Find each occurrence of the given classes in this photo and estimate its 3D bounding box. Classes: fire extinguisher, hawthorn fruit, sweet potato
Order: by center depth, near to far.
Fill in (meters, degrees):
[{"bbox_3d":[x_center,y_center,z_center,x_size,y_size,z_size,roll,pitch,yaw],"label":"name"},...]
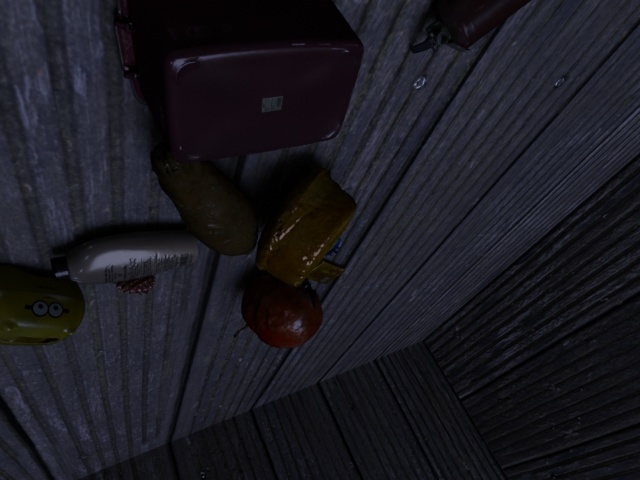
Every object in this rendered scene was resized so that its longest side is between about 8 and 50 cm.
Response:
[{"bbox_3d":[0.276,-0.400,0.688,0.268,0.105,0.104,-36,152,12],"label":"fire extinguisher"},{"bbox_3d":[-0.198,-0.069,0.739,0.130,0.131,0.423,-27,159,-4],"label":"sweet potato"},{"bbox_3d":[-0.134,0.202,1.181,0.271,0.242,0.242,-32,153,12],"label":"hawthorn fruit"}]

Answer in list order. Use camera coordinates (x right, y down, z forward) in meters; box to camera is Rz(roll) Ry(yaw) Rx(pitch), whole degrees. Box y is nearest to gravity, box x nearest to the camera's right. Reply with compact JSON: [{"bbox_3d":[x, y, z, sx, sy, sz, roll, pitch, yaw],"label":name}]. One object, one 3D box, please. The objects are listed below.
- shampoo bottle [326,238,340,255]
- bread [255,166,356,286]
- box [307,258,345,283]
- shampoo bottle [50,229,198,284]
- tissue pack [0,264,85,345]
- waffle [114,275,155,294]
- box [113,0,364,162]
[{"bbox_3d":[0.000,0.000,1.142,0.087,0.050,0.183,-37,151,9],"label":"shampoo bottle"},{"bbox_3d":[-0.035,-0.024,0.889,0.269,0.145,0.268,-54,176,-5],"label":"bread"},{"bbox_3d":[0.011,0.101,1.354,0.089,0.022,0.156,-37,152,18],"label":"box"},{"bbox_3d":[-0.375,0.033,0.811,0.256,0.078,0.127,-12,153,-34],"label":"shampoo bottle"},{"bbox_3d":[-0.541,0.130,0.770,0.123,0.127,0.178,-34,152,15],"label":"tissue pack"},{"bbox_3d":[-0.393,0.081,0.879,0.083,0.075,0.029,4,135,-26],"label":"waffle"},{"bbox_3d":[-0.095,-0.227,0.546,0.293,0.168,0.193,-16,148,-24],"label":"box"}]
